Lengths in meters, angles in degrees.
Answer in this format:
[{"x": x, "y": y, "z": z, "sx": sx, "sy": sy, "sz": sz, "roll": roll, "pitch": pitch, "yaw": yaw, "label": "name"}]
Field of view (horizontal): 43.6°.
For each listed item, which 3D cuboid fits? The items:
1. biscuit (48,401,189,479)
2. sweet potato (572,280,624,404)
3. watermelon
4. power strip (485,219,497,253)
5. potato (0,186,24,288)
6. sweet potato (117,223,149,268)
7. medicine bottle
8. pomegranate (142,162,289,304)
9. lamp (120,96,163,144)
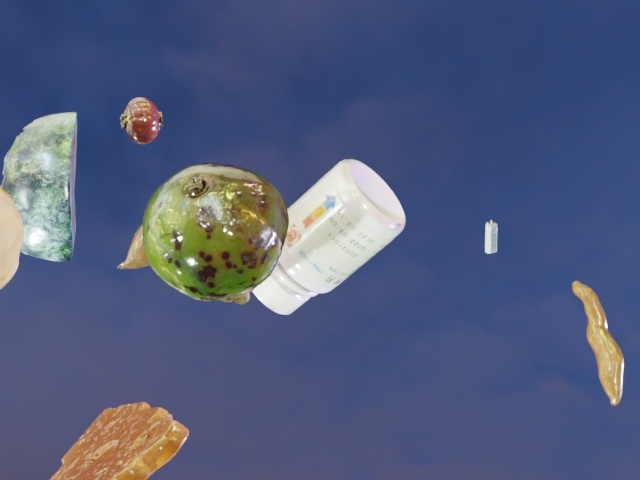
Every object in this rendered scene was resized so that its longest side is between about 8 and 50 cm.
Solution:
[{"x": -0.323, "y": 0.335, "z": 1.223, "sx": 0.284, "sy": 0.306, "sz": 0.043, "roll": -34, "pitch": -73, "yaw": -1, "label": "biscuit"}, {"x": 0.387, "y": 0.138, "z": 1.104, "sx": 0.044, "sy": 0.179, "sz": 0.044, "roll": -7, "pitch": -23, "yaw": -3, "label": "sweet potato"}, {"x": -0.561, "y": -0.107, "z": 1.622, "sx": 0.148, "sy": 0.318, "sz": 0.226, "roll": 1, "pitch": -16, "yaw": -8, "label": "watermelon"}, {"x": 0.402, "y": -0.008, "z": 1.884, "sx": 0.027, "sy": 0.017, "sz": 0.083, "roll": -14, "pitch": -69, "yaw": -32, "label": "power strip"}, {"x": -0.286, "y": -0.001, "z": 0.469, "sx": 0.150, "sy": 0.146, "sz": 0.234, "roll": -43, "pitch": -11, "yaw": 17, "label": "potato"}, {"x": -0.258, "y": -0.027, "z": 1.348, "sx": 0.068, "sy": 0.226, "sz": 0.068, "roll": 17, "pitch": -41, "yaw": 16, "label": "sweet potato"}, {"x": 0.000, "y": 0.000, "z": 1.465, "sx": 0.293, "sy": 0.170, "sz": 0.170, "roll": -40, "pitch": -51, "yaw": 23, "label": "medicine bottle"}, {"x": -0.139, "y": 0.004, "z": 1.100, "sx": 0.202, "sy": 0.202, "sz": 0.248, "roll": -11, "pitch": -37, "yaw": 3, "label": "pomegranate"}, {"x": -0.386, "y": -0.258, "z": 1.730, "sx": 0.090, "sy": 0.101, "sz": 0.101, "roll": -9, "pitch": -40, "yaw": -21, "label": "lamp"}]
